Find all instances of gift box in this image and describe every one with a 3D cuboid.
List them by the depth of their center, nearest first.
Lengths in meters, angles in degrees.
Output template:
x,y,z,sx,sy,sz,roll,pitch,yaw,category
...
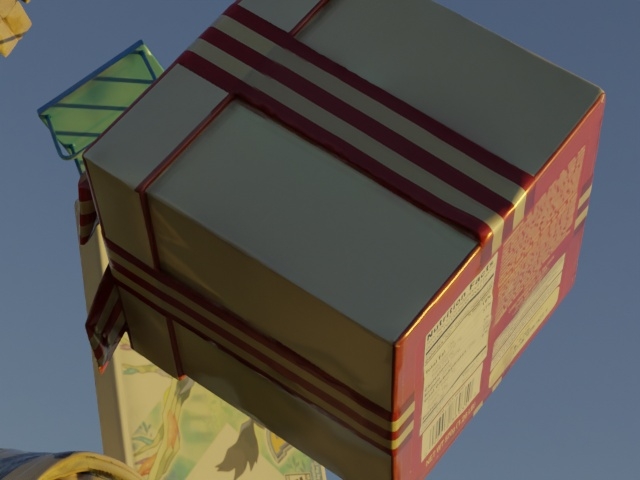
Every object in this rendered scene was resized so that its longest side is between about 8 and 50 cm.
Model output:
x,y,z,sx,sy,sz,roll,pitch,yaw,category
0.000,0.000,1.060,0.258,0.255,0.276,32,-32,20,gift box

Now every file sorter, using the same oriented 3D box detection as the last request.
x,y,z,sx,sy,sz,roll,pitch,yaw,category
-0.157,-0.071,1.531,0.118,0.104,0.170,-34,-54,3,file sorter

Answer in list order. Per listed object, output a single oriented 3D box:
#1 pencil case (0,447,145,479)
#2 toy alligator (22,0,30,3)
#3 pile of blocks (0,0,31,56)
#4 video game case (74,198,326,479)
x,y,z,sx,sy,sz,roll,pitch,yaw,category
-0.284,0.272,1.446,0.410,0.160,0.183,-10,-76,54,pencil case
-0.338,-0.295,1.830,0.056,0.190,0.051,28,-72,-3,toy alligator
-0.397,-0.161,1.372,0.112,0.362,0.149,29,-66,20,pile of blocks
-0.117,0.124,1.718,0.036,0.329,0.300,-17,-15,37,video game case
